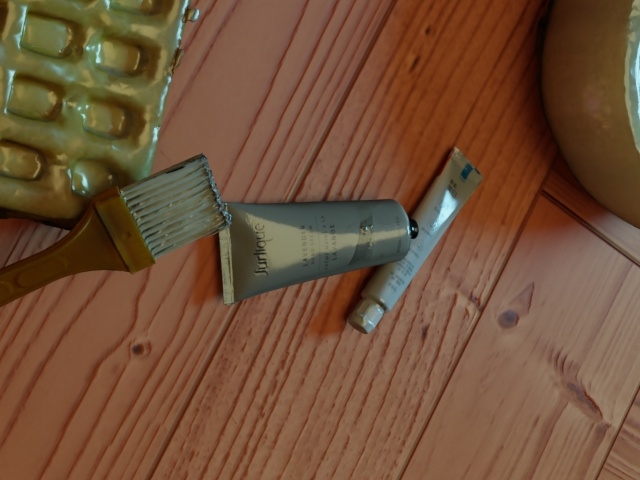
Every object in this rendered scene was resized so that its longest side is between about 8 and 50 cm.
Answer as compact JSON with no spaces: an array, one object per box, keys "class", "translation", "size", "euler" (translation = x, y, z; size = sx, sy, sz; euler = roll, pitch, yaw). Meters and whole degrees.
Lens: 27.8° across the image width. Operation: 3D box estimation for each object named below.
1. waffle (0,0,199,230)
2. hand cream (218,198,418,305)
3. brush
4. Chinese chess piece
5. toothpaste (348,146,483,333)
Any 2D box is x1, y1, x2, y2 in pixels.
[{"class":"waffle","translation":[-0.255,-0.130,0.881],"size":[0.328,0.098,0.224],"euler":[12,95,-38]},{"class":"hand cream","translation":[0.000,0.000,1.106],"size":[0.186,0.054,0.087],"euler":[-8,100,-25]},{"class":"brush","translation":[-0.215,0.028,0.924],"size":[0.314,0.017,0.090],"euler":[-25,141,-5]},{"class":"Chinese chess piece","translation":[0.370,-0.165,1.233],"size":[0.338,0.140,0.338],"euler":[-3,98,-24]},{"class":"toothpaste","translation":[0.085,0.003,1.173],"size":[0.048,0.031,0.190],"euler":[44,72,-29]}]
